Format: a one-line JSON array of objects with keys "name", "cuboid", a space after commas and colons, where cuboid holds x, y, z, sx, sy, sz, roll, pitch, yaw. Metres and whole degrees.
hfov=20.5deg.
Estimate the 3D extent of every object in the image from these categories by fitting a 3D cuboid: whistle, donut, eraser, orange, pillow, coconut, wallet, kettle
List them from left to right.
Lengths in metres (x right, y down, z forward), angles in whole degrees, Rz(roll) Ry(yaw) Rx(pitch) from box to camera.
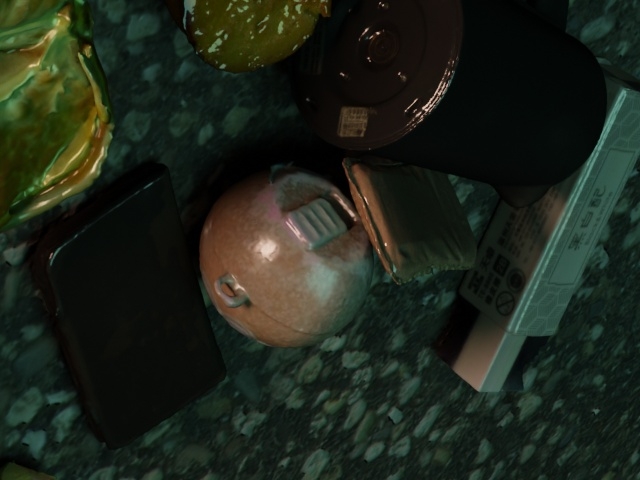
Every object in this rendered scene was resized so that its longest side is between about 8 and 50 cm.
[{"name": "orange", "cuboid": [-0.300, -0.134, 1.378, 0.263, 0.196, 0.334, -22, 131, -9]}, {"name": "coconut", "cuboid": [-0.299, 0.270, 1.783, 0.082, 0.083, 0.081, 20, 109, -6]}, {"name": "wallet", "cuboid": [-0.187, 0.074, 1.762, 0.165, 0.042, 0.309, -34, 139, -21]}, {"name": "donut", "cuboid": [-0.070, -0.252, 1.594, 0.174, 0.074, 0.190, -25, 130, -25]}, {"name": "whistle", "cuboid": [0.000, 0.000, 1.801, 0.348, 0.189, 0.189, -30, 139, -46]}, {"name": "pillow", "cuboid": [0.094, -0.024, 1.775, 0.034, 0.135, 0.211, -29, 168, 27]}, {"name": "kettle", "cuboid": [0.133, -0.189, 1.777, 0.203, 0.262, 0.308, -28, 155, 31]}, {"name": "eraser", "cuboid": [0.266, -0.014, 2.069, 0.096, 0.098, 0.404, 3, 118, -44]}]
